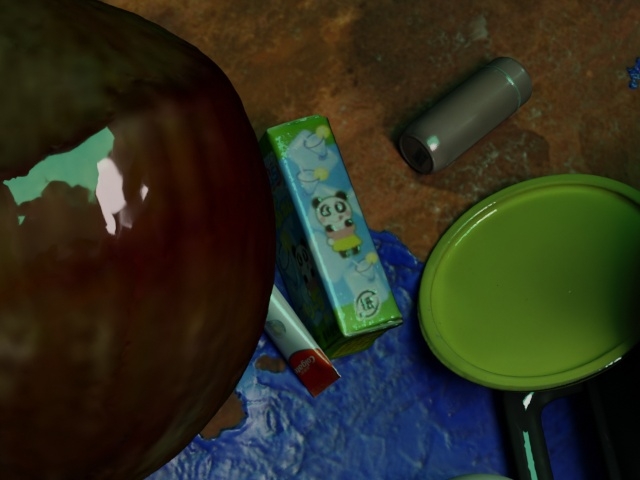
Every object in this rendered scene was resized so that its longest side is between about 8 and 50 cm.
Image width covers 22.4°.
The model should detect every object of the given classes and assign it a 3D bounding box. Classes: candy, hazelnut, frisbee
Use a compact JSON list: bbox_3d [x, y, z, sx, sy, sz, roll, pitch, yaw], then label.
[{"bbox_3d":[0.000,0.000,1.389,0.062,0.097,0.194,-17,79,-20],"label":"candy"},{"bbox_3d":[-0.237,0.010,1.178,0.421,0.353,0.421,-6,110,-18],"label":"hazelnut"},{"bbox_3d":[0.197,0.035,1.408,0.236,0.236,0.017,-57,141,-25],"label":"frisbee"}]

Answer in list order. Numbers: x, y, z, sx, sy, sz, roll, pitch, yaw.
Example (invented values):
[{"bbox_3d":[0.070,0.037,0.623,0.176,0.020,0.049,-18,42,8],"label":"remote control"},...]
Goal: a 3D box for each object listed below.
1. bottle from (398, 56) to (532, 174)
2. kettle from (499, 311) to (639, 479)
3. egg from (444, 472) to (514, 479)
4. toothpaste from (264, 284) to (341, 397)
[{"bbox_3d":[0.136,-0.117,1.498,0.140,0.053,0.053,-38,88,-25],"label":"bottle"},{"bbox_3d":[0.329,0.219,1.411,0.203,0.262,0.308,8,62,-55],"label":"kettle"},{"bbox_3d":[0.112,0.286,1.306,0.151,0.151,0.209,39,66,-4],"label":"egg"},{"bbox_3d":[-0.050,0.050,1.386,0.031,0.048,0.190,-31,82,-42],"label":"toothpaste"}]
